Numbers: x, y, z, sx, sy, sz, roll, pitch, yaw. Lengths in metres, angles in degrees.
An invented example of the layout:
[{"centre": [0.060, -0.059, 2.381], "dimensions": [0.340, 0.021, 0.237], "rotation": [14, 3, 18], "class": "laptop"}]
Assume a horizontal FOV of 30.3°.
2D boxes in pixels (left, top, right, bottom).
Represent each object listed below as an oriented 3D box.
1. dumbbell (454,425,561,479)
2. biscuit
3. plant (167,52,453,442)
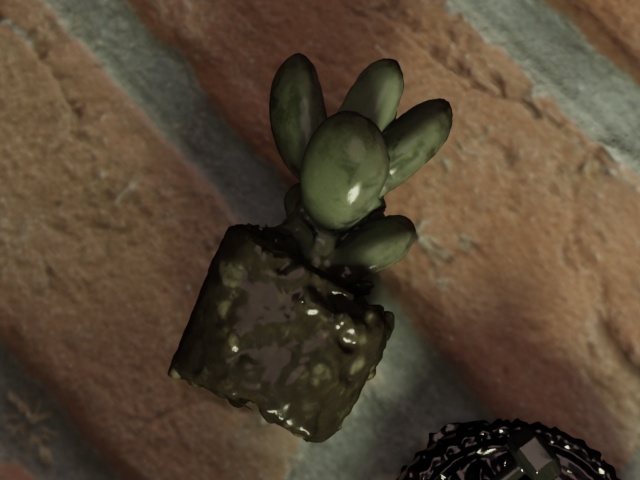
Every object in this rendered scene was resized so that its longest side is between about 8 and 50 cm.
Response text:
[{"centre": [0.121, 0.163, 0.797], "dimensions": [0.083, 0.036, 0.040], "rotation": [-37, 75, -5], "class": "dumbbell"}, {"centre": [0.131, 0.219, 0.829], "dimensions": [0.194, 0.053, 0.195], "rotation": [-1, 75, 5], "class": "biscuit"}, {"centre": [0.001, 0.002, 0.852], "dimensions": [0.146, 0.149, 0.275], "rotation": [21, 80, -8], "class": "plant"}]
